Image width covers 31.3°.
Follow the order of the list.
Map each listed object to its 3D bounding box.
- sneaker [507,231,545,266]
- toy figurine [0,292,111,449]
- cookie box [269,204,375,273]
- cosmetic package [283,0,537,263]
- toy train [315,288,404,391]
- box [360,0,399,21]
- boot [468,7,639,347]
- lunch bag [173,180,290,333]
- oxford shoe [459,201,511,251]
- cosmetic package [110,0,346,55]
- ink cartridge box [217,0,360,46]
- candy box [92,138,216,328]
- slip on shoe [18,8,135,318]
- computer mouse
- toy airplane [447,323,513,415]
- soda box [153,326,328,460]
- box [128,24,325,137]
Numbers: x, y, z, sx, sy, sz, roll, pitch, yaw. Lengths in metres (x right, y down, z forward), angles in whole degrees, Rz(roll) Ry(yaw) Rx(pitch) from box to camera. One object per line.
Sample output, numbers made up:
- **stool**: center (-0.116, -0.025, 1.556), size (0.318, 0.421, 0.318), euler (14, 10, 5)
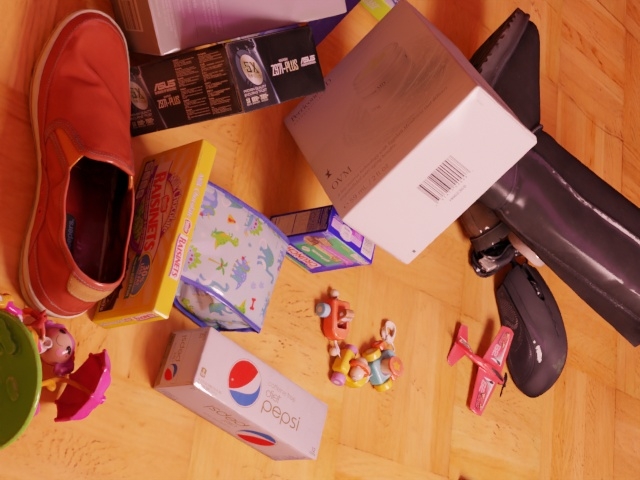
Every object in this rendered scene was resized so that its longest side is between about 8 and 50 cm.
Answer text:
- **sneaker**: center (0.359, -0.041, 1.826), size (0.080, 0.094, 0.212), euler (37, 32, -7)
- **toy figurine**: center (-0.275, 0.117, 1.102), size (0.159, 0.130, 0.173), euler (15, 46, -61)
- **cookie box**: center (0.000, 0.000, 1.425), size (0.092, 0.107, 0.040), euler (37, 57, -38)
- **cosmetic package**: center (0.103, -0.138, 1.418), size (0.138, 0.224, 0.225), euler (34, 18, -40)
- **toy train**: center (0.062, 0.136, 1.515), size (0.166, 0.046, 0.125), euler (21, 67, -45)
- **box**: center (0.071, -0.395, 1.643), size (0.178, 0.042, 0.109), euler (36, 57, -38)
- **boot**: center (0.389, -0.103, 1.737), size (0.445, 0.146, 0.367), euler (35, 56, -7)
- **lunch bag**: center (-0.120, 0.018, 1.290), size (0.151, 0.096, 0.129), euler (46, 50, -46)
- **oxford shoe**: center (0.283, -0.075, 1.796), size (0.096, 0.083, 0.227), euler (56, 37, -5)
- **cosmetic package**: center (-0.104, -0.279, 1.278), size (0.238, 0.127, 0.107), euler (-22, 110, -26)
- **ink cartridge box**: center (-0.049, -0.383, 1.415), size (0.303, 0.072, 0.307), euler (-49, 119, -22)
- **candy box**: center (-0.176, -0.008, 1.221), size (0.027, 0.105, 0.206), euler (36, 56, -40)
- **slip on shoe**: center (-0.235, -0.086, 1.175), size (0.123, 0.101, 0.331), euler (20, 66, -44)
- **computer mouse**: center (0.337, 0.118, 1.821), size (0.188, 0.072, 0.272), euler (-20, 97, -50)
- **toy airplane**: center (0.240, 0.186, 1.726), size (0.151, 0.028, 0.151), euler (0, 90, -44)
- **soda box**: center (-0.087, 0.180, 1.314), size (0.216, 0.069, 0.074), euler (40, 54, -38)
- **box**: center (-0.112, -0.178, 1.274), size (0.147, 0.180, 0.078), euler (-24, 104, -48)
